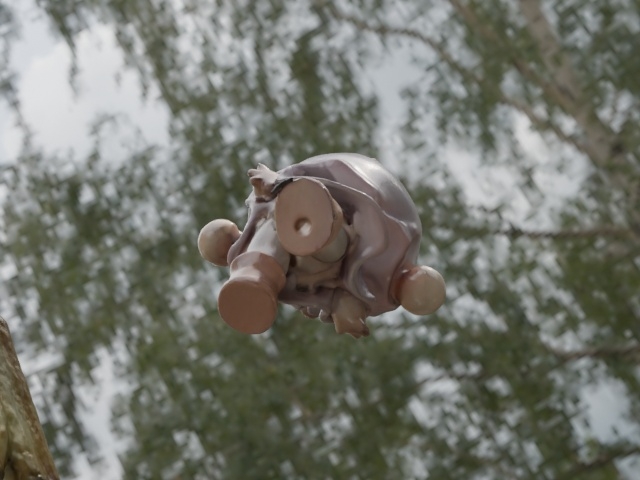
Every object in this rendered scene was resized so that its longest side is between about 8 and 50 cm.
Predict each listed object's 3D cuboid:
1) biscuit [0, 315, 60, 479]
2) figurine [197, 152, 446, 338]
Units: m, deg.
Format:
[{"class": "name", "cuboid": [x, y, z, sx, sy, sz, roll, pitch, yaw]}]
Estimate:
[{"class": "biscuit", "cuboid": [-0.423, 0.196, 1.967, 0.062, 0.290, 0.237, -27, -20, 13]}, {"class": "figurine", "cuboid": [0.000, 0.000, 1.224, 0.276, 0.200, 0.133, -16, -63, -76]}]
